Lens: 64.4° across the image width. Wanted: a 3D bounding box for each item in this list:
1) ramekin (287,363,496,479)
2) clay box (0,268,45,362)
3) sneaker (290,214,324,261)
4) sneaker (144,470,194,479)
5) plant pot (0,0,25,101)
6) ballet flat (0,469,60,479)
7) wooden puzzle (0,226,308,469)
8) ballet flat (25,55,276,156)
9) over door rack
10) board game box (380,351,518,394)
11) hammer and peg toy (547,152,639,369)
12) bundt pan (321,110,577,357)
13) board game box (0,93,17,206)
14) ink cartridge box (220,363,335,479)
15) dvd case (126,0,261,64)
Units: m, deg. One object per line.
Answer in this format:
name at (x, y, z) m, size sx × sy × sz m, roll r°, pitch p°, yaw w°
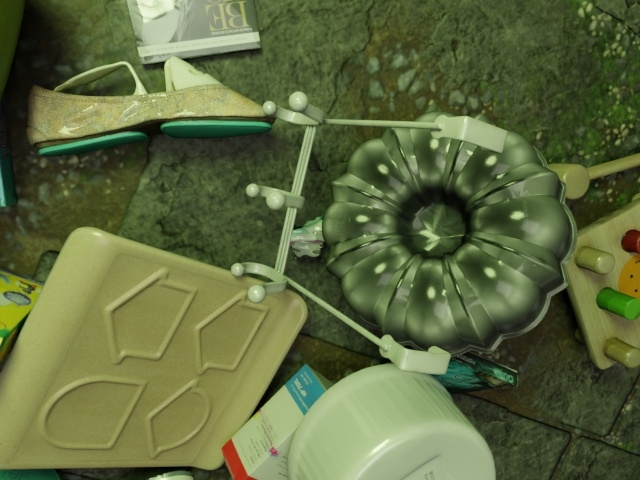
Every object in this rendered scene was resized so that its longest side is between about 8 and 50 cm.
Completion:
ramekin at (0.104, 0.327, 0.706) m, size 0.277 × 0.135 × 0.277 m, roll -5°, pitch 106°, yaw -18°
clay box at (-0.418, 0.085, 0.600) m, size 0.128 × 0.222 × 0.053 m, roll 24°, pitch 95°, yaw -17°
sneaker at (0.000, 0.000, 0.780) m, size 0.098 × 0.038 × 0.069 m, roll -18°, pitch 110°, yaw -5°
sneaker at (-0.321, 0.464, 0.733) m, size 0.319 × 0.131 × 0.112 m, roll -27°, pitch 143°, yaw -5°
plant pot at (-0.437, -0.171, 0.493) m, size 0.275 × 0.274 × 0.293 m, roll 9°, pitch 114°, yaw -15°
ballet flat at (-0.557, 0.244, 0.648) m, size 0.182 × 0.164 × 0.482 m, roll -31°, pitch 109°, yaw 16°
wooden puzzle at (-0.228, 0.165, 0.700) m, size 0.348 × 0.080 × 0.322 m, roll 24°, pitch 98°, yaw -38°
ballet flat at (-0.217, -0.180, 0.659) m, size 0.316 × 0.107 × 0.106 m, roll -9°, pitch 94°, yaw -12°
over door rack at (0.011, -0.030, 0.557) m, size 0.108 × 0.324 × 0.239 m, roll 6°, pitch 100°, yaw -42°
board game box at (0.193, 0.207, 0.795) m, size 0.126 × 0.186 × 0.026 m, roll 24°, pitch 62°, yaw -16°
hammer and peg toy at (0.526, 0.012, 0.854) m, size 0.266 × 0.127 × 0.361 m, roll -26°, pitch 106°, yaw -7°
bundt pan at (0.146, -0.016, 0.638) m, size 0.331 × 0.124 × 0.330 m, roll -3°, pitch 80°, yaw 20°
board game box at (-0.481, -0.145, 0.630) m, size 0.160 × 0.047 × 0.210 m, roll -3°, pitch 102°, yaw -13°
ink cartridge box at (-0.053, 0.319, 0.785) m, size 0.231 × 0.078 × 0.134 m, roll -44°, pitch 131°, yaw -2°
dvd case at (-0.179, -0.358, 0.673) m, size 0.165 × 0.018 × 0.221 m, roll -12°, pitch 104°, yaw -11°
